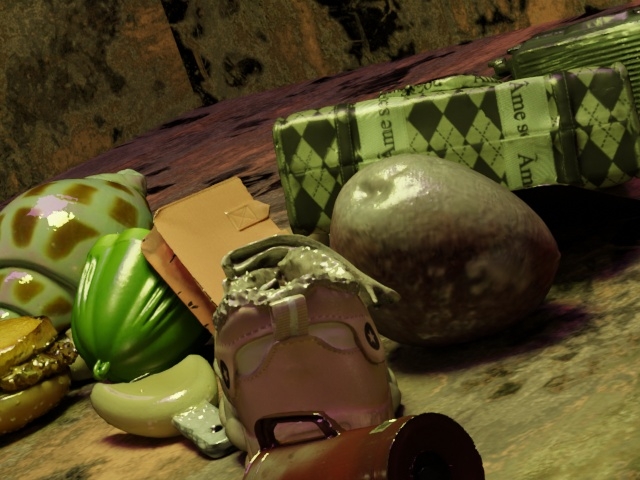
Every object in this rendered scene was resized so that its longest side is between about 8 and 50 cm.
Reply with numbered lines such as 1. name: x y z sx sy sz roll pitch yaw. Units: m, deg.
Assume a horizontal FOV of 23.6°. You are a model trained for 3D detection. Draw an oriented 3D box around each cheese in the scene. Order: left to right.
1. cheese: -0.142 0.174 1.562 0.127 0.049 0.235 -23 20 -21

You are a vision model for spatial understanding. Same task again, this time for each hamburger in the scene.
1. hamburger: -0.377 0.163 1.810 0.191 0.118 0.182 -24 16 -4

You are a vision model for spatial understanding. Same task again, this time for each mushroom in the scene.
1. mushroom: -0.294 0.138 1.906 0.084 0.067 0.083 -25 10 5

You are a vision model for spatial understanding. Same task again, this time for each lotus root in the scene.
1. lotus root: -0.223 0.103 1.788 0.186 0.186 0.186 -18 12 4

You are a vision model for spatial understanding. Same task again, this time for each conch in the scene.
1. conch: -0.371 0.029 2.219 0.368 0.197 0.249 -30 -21 -23

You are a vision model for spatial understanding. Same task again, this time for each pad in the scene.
1. pad: 0.255 -0.035 1.693 0.181 0.004 0.267 -11 -11 39

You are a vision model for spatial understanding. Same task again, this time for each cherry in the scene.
1. cherry: 0.112 0.012 1.538 0.266 0.183 0.213 -2 -25 30

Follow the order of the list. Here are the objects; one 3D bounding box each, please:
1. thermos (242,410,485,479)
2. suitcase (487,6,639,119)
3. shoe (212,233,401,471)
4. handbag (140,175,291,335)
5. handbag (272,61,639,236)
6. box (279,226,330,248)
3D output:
1. thermos: 0.007 0.184 1.141 0.099 0.124 0.232 -26 7 -41
2. suitcase: 0.396 -0.203 2.026 0.312 0.202 0.128 -11 15 36
3. shoe: -0.015 0.088 1.378 0.172 0.198 0.351 -14 14 -8
4. handbag: -0.087 0.035 1.746 0.157 0.212 0.059 -28 -21 -38
5. handbag: 0.177 -0.099 1.853 0.416 0.180 0.317 -9 -2 10
6. box: -0.050 0.041 1.905 0.146 0.088 0.200 -17 11 11
